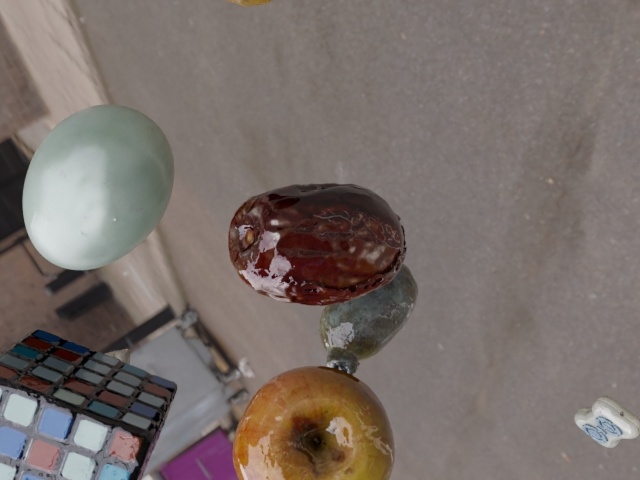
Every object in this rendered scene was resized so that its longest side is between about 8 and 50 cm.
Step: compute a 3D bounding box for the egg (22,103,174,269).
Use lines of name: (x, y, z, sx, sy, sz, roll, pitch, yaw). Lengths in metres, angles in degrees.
egg: (-0.379, -0.079, 1.478, 0.230, 0.230, 0.371, 54, 135, 8)

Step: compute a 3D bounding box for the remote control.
remote control: (0.416, 0.265, 1.279, 0.074, 0.032, 0.122, 39, 160, 13)

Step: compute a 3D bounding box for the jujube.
jujube: (0.000, 0.000, 1.205, 0.183, 0.243, 0.183, -17, 69, 54)

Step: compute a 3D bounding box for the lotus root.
lotus root: (0.098, 0.150, 1.877, 0.175, 0.349, 0.175, 15, 127, 21)

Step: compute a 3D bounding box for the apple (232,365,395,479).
apple: (-0.014, 0.376, 1.611, 0.299, 0.299, 0.275, 56, 160, 3)

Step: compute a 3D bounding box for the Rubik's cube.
Rubik's cube: (-0.272, 0.221, 0.917, 0.184, 0.182, 0.187, 20, -174, -5)

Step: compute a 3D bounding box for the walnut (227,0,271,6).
walnut: (-0.092, -0.382, 1.049, 0.195, 0.195, 0.221, 44, 169, 37)

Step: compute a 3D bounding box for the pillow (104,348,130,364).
pillow: (-0.433, 0.347, 1.661, 0.067, 0.173, 0.270, -166, 70, -69)
